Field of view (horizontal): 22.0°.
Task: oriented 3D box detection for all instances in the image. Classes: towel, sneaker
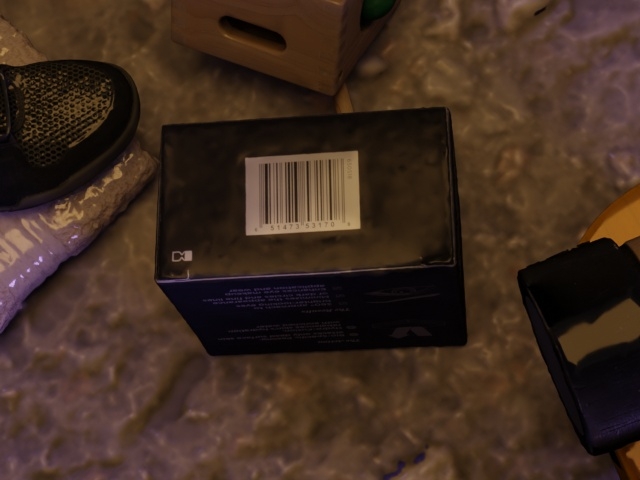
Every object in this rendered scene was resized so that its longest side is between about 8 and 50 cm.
[{"bbox_3d":[-0.256,-0.071,1.031,0.282,0.049,0.187,41,81,18],"label":"towel"},{"bbox_3d":[-0.220,-0.070,0.935,0.227,0.130,0.087,-7,72,1],"label":"sneaker"}]

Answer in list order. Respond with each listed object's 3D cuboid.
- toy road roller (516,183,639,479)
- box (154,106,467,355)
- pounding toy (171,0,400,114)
[{"bbox_3d":[0.239,0.115,0.808,0.202,0.240,0.330,-23,78,1],"label":"toy road roller"},{"bbox_3d":[0.000,0.000,0.912,0.156,0.158,0.093,-3,71,6],"label":"box"},{"bbox_3d":[-0.009,-0.140,0.999,0.141,0.100,0.130,21,48,14],"label":"pounding toy"}]
